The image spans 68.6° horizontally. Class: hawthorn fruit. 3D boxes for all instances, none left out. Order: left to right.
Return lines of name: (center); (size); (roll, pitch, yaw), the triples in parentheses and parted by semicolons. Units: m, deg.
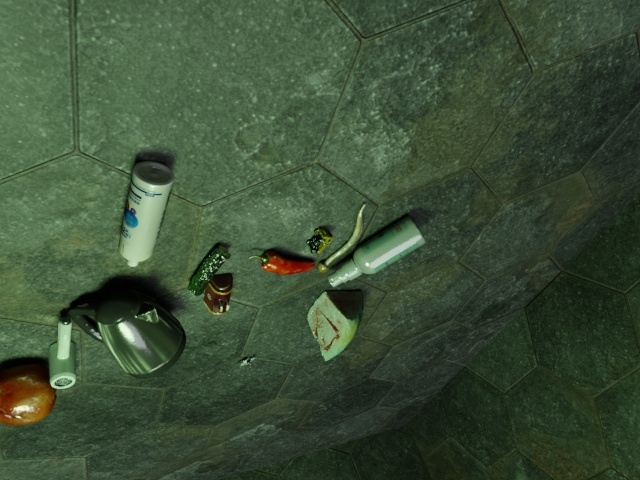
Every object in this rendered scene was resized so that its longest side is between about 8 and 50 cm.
hawthorn fruit: (-0.898, 0.456, 1.387); (0.179, 0.179, 0.200); (-44, 145, 23)

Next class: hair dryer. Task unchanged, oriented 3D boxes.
hair dryer: (-0.737, 0.308, 1.357); (0.073, 0.131, 0.236); (3, 129, -33)

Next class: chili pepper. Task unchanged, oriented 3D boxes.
chili pepper: (-0.118, 0.076, 1.500); (0.272, 0.063, 0.071); (14, 141, -45)

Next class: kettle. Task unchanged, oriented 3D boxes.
kettle: (-0.549, 0.236, 1.355); (0.207, 0.251, 0.271); (-46, 144, -26)

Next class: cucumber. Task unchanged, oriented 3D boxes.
cucumber: (-0.332, 0.089, 1.386); (0.058, 0.058, 0.187); (13, 128, -41)

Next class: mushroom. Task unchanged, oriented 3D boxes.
mushroom: (0.085, -0.001, 1.549); (0.068, 0.043, 0.306); (-19, 150, -55)

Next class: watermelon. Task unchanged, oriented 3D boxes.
watermelon: (0.060, 0.298, 1.838); (0.212, 0.201, 0.261); (-59, 176, 35)

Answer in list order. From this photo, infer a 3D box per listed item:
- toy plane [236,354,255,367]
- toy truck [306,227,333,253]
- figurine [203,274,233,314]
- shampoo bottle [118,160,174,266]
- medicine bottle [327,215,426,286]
toy plane: (-0.305, 0.498, 1.928); (0.083, 0.031, 0.078); (-24, 157, -7)
toy truck: (0.000, 0.000, 1.483); (0.054, 0.049, 0.083); (6, 134, -38)
figurine: (-0.315, 0.189, 1.486); (0.083, 0.098, 0.154); (-9, 138, -28)
shampoo bottle: (-0.429, -0.047, 1.131); (0.092, 0.092, 0.303); (2, 136, -33)
medicine bottle: (0.183, 0.051, 1.605); (0.352, 0.110, 0.110); (-32, 143, 8)
